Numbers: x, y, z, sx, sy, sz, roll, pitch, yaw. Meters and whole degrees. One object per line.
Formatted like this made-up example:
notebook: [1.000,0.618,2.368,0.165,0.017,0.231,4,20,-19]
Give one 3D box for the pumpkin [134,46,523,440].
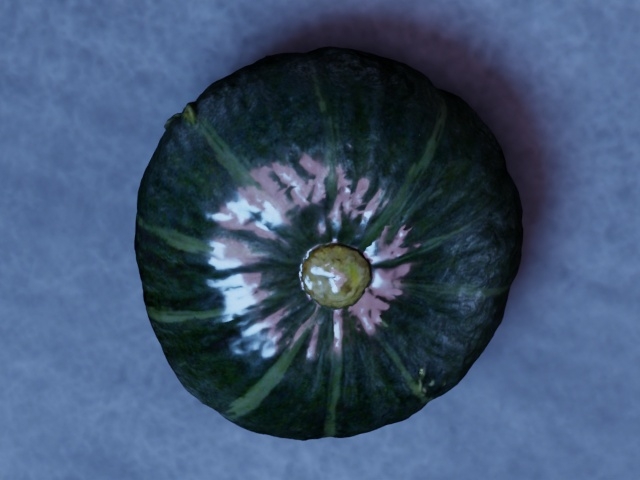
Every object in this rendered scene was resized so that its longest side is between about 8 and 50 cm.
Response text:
pumpkin: [0.002,0.002,0.984,0.211,0.152,0.212,0,96,-5]
